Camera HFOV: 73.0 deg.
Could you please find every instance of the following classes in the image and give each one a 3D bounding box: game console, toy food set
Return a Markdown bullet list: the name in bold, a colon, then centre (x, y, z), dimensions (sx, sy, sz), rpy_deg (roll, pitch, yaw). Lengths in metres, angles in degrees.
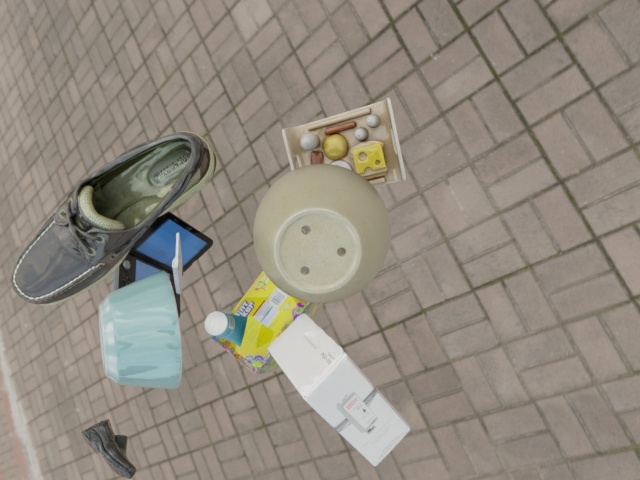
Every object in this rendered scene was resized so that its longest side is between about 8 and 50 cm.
- **game console**: centre (-0.466, 0.087, 1.335), dimensions (0.173, 0.293, 0.250), rpy_deg (-16, 66, 14)
- **toy food set**: centre (0.063, -0.235, 1.172), dimensions (0.306, 0.092, 0.219), rpy_deg (-11, 100, 20)

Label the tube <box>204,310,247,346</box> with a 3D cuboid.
- **tube**: centre (-0.213, 0.209, 1.037), dimensions (0.052, 0.207, 0.080), rpy_deg (14, 75, 12)

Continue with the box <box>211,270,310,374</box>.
- **box**: centre (-0.149, 0.251, 1.371), dimensions (0.177, 0.279, 0.290), rpy_deg (35, 79, 13)

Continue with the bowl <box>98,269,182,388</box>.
- **bowl**: centre (-0.468, 0.240, 1.101), dimensions (0.312, 0.163, 0.311), rpy_deg (17, 110, 58)

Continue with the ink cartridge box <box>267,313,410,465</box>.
- **ink cartridge box**: centre (0.037, 0.316, 0.933), dimensions (0.117, 0.283, 0.207), rpy_deg (-43, 29, -10)

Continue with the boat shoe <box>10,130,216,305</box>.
- **boat shoe**: centre (-0.194, -0.026, 0.391), dimensions (0.223, 0.073, 0.080), rpy_deg (-40, 91, -4)

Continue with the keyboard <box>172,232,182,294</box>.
- **keyboard**: centre (-0.308, 0.058, 0.944), dimensions (0.256, 0.014, 0.072), rpy_deg (130, 144, -65)

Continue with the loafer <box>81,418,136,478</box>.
- **loafer**: centre (-0.453, 0.453, 0.951), dimensions (0.170, 0.061, 0.062), rpy_deg (26, 132, 27)

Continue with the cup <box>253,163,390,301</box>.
- **cup**: centre (0.000, 0.000, 0.934), dimensions (0.331, 0.237, 0.330), rpy_deg (0, 99, 2)
